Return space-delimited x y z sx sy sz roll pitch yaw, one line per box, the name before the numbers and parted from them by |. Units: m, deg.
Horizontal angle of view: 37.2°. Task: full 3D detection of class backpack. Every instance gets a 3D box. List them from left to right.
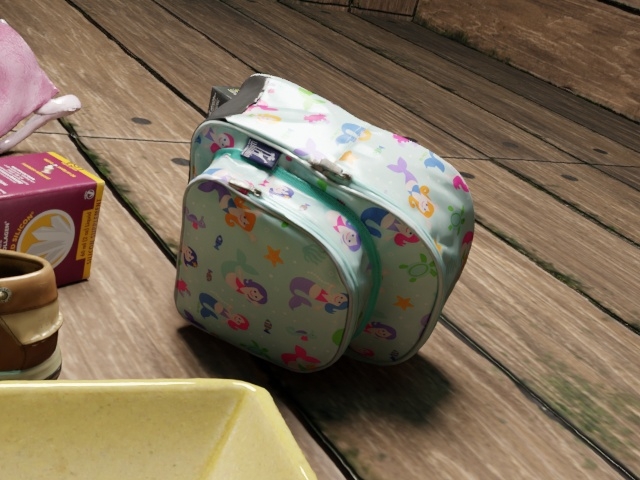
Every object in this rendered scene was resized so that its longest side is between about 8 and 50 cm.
backpack | 0.000 0.000 0.840 0.253 0.225 0.191 22 44 7

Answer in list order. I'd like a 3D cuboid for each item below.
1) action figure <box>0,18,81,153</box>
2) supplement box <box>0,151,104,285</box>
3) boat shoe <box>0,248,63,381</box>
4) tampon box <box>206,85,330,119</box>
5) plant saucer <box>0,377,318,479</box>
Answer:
action figure | -0.414 -0.097 0.961 0.276 0.248 0.370 51 13 -37
supplement box | -0.292 -0.009 0.831 0.081 0.104 0.188 28 25 30
boat shoe | -0.344 0.029 0.682 0.324 0.120 0.122 10 21 -11
tampon box | -0.061 -0.129 1.251 0.161 0.120 0.101 -1 27 -35
plant saucer | -0.138 0.191 0.466 0.333 0.081 0.333 3 23 -25
